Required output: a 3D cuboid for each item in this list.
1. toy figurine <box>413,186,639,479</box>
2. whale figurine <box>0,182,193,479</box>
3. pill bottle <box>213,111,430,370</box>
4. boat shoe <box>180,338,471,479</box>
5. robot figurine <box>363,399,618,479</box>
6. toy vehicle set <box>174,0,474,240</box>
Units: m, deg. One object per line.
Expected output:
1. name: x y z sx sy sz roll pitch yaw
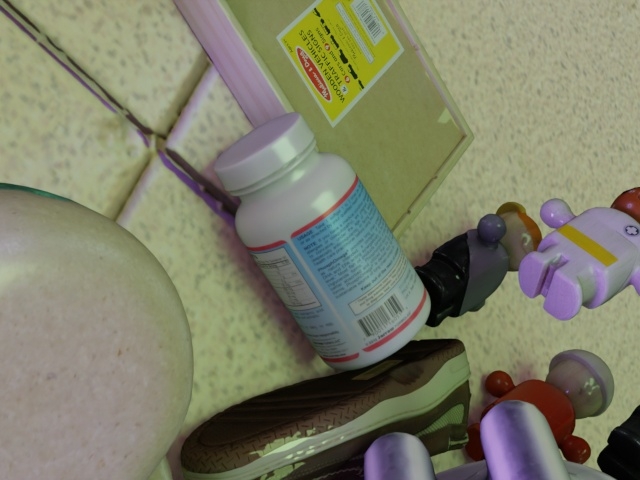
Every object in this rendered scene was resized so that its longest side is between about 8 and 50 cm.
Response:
1. toy figurine: 0.191 0.067 0.775 0.148 0.213 0.209 -28 96 -32
2. whale figurine: -0.172 0.104 0.487 0.216 0.141 0.271 12 97 -42
3. pill bottle: 0.000 0.000 0.688 0.087 0.087 0.160 -48 115 -40
4. boat shoe: 0.022 0.136 0.678 0.257 0.095 0.095 -14 97 -46
5. robot figurine: 0.126 0.274 0.625 0.199 0.300 0.353 -82 156 -67
6. toy vehicle set: 0.004 -0.135 0.759 0.266 0.035 0.166 57 48 -19
